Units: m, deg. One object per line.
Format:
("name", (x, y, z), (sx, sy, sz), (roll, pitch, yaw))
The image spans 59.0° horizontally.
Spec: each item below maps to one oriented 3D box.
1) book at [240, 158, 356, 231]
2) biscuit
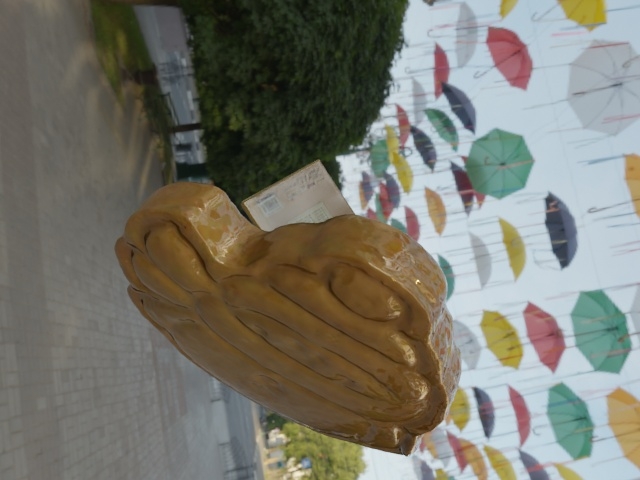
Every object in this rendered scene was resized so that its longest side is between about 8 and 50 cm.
("book", (0.000, 0.000, 0.665), (0.172, 0.118, 0.012), (57, -25, 3))
("biscuit", (-0.034, 0.084, 0.490), (0.351, 0.311, 0.057), (104, 12, -56))
